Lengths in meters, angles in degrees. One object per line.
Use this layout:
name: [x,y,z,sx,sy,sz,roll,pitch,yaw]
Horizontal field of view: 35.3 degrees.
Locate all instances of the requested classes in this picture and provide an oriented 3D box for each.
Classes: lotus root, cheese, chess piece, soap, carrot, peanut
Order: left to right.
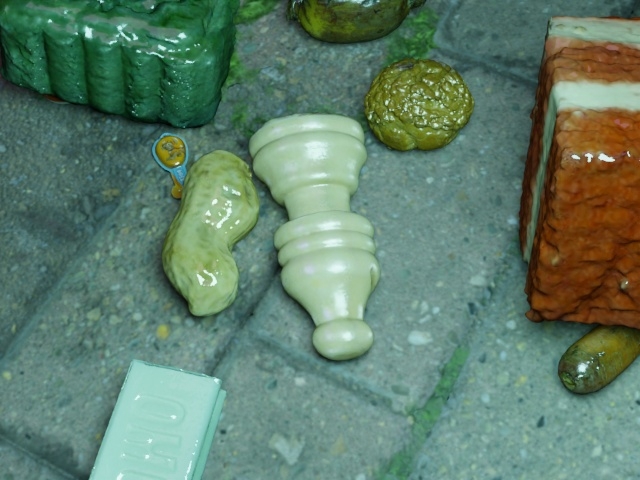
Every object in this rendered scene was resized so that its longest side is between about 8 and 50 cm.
soap: [-0.188,0.241,1.132,0.115,0.063,0.198,10,63,9]
cheese: [-0.194,-0.102,1.352,0.047,0.017,0.111,-22,62,-4]
peanut: [-0.136,-0.011,1.252,0.098,0.103,0.229,29,60,-31]
chess piece: [0.000,0.000,1.232,0.139,0.124,0.307,7,60,-28]
lotus root: [0.054,-0.337,1.410,0.210,0.120,0.120,-8,60,0]
carrot: [0.348,0.113,1.162,0.186,0.060,0.060,-33,63,-21]

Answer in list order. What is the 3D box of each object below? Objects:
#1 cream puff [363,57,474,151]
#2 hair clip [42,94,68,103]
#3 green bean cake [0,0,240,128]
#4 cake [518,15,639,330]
cream puff: [0.130,-0.182,1.319,0.144,0.103,0.126,10,61,4]
hair clip: [-0.308,-0.248,1.435,0.188,0.033,0.060,-36,67,-14]
green bean cake: [-0.258,-0.331,1.377,0.300,0.169,0.307,12,56,-2]
cake: [0.370,-0.078,1.122,0.270,0.270,0.319,4,41,5]
